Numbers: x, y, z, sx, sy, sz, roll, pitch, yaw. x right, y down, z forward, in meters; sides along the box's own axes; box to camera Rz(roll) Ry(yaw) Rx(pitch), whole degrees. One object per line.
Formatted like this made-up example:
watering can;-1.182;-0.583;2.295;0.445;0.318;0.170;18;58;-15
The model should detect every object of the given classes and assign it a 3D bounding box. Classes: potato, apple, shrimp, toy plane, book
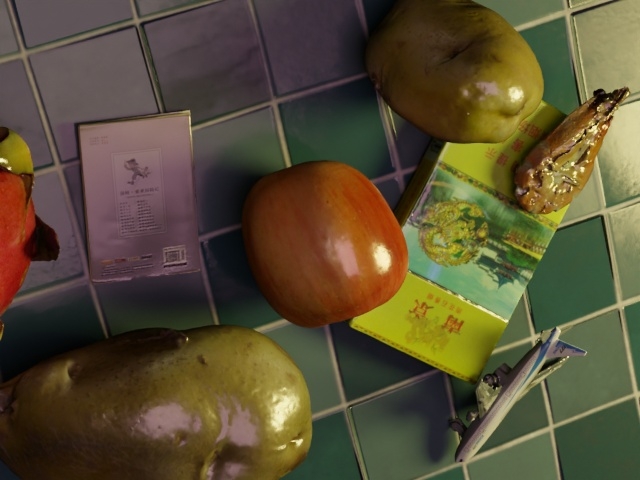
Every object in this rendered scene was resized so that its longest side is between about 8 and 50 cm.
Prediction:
potato;-0.181;0.191;1.704;0.351;0.218;0.202;5;74;-19
apple;0.000;0.000;1.746;0.199;0.199;0.199;-5;104;-19
shrimp;0.292;-0.108;1.851;0.091;0.043;0.184;33;96;-31
potato;0.145;-0.188;1.753;0.154;0.200;0.137;-51;151;9
toy plane;0.222;0.180;1.900;0.226;0.058;0.226;-47;158;28
book;-0.197;-0.046;1.750;0.127;0.014;0.181;-8;105;-18

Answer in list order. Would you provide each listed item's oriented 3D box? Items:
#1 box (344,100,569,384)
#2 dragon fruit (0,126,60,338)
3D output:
box;0.178;-0.016;1.875;0.187;0.047;0.335;26;93;-24
dragon fruit;-0.409;-0.008;1.586;0.291;0.189;0.290;-5;105;-19
